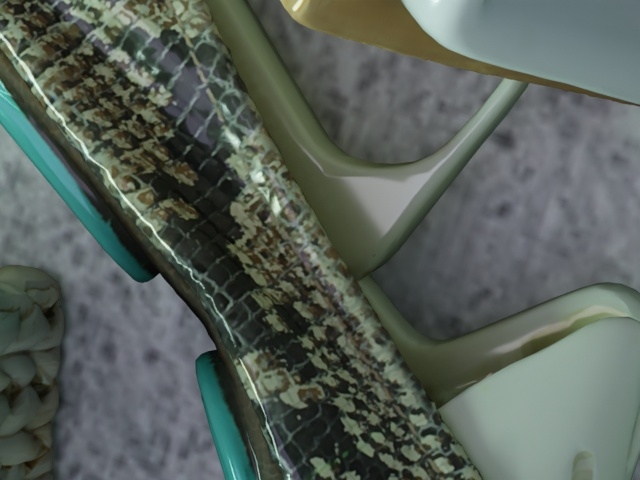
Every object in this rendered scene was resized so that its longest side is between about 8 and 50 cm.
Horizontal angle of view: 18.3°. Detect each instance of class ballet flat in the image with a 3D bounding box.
[{"bbox_3d":[0.000,0.000,0.637,0.182,0.164,0.483,-29,86,-1],"label":"ballet flat"}]

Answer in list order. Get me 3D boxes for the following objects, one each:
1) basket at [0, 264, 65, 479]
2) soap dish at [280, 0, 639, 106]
[{"bbox_3d":[-0.285,0.120,0.650,0.328,0.331,0.266,11,95,16],"label":"basket"},{"bbox_3d":[0.105,-0.181,0.537,0.118,0.229,0.291,38,107,27],"label":"soap dish"}]
